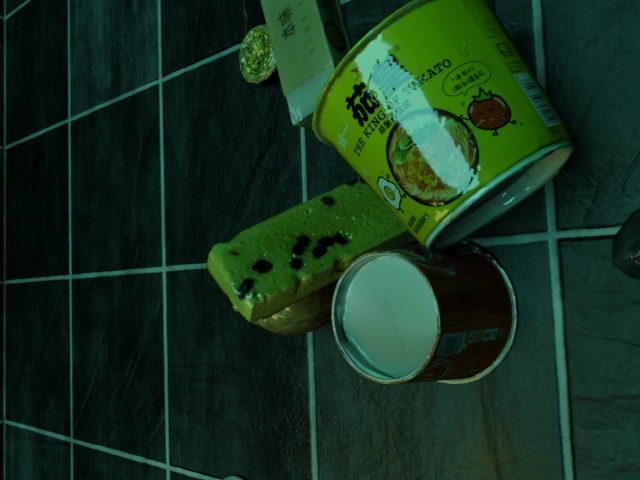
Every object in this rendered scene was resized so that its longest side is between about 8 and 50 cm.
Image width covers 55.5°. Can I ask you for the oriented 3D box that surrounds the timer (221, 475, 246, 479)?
[{"bbox_3d":[-0.189,0.607,1.193,0.258,0.250,0.161,7,93,41],"label":"timer"}]

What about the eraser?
[{"bbox_3d":[-0.026,-0.404,1.210,0.144,0.078,0.343,-26,72,39],"label":"eraser"}]

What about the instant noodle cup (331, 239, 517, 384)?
[{"bbox_3d":[0.153,0.113,0.954,0.251,0.192,0.250,-2,87,41],"label":"instant noodle cup"}]

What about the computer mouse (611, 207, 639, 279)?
[{"bbox_3d":[0.460,-0.014,0.777,0.192,0.062,0.105,-36,66,36],"label":"computer mouse"}]

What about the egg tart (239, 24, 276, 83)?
[{"bbox_3d":[-0.123,-0.399,1.312,0.129,0.049,0.128,-3,85,42],"label":"egg tart"}]

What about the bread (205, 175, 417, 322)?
[{"bbox_3d":[0.000,0.000,1.006,0.138,0.362,0.077,54,159,26],"label":"bread"}]

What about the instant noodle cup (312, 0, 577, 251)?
[{"bbox_3d":[0.186,-0.154,0.879,0.325,0.326,0.254,-43,71,31],"label":"instant noodle cup"}]

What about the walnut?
[{"bbox_3d":[-0.043,0.072,1.121,0.213,0.213,0.213,-2,87,41],"label":"walnut"}]
